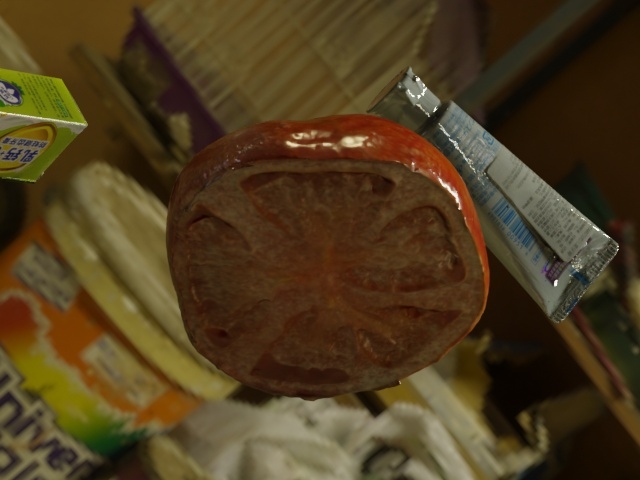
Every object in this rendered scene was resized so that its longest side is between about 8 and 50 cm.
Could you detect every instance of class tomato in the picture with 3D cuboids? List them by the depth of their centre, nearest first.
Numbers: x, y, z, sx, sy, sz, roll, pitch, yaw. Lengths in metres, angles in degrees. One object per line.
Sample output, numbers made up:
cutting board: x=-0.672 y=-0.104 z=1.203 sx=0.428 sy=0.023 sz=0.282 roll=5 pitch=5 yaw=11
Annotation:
tomato: x=0.000 y=0.000 z=1.091 sx=0.237 sy=0.237 sz=0.095 roll=45 pitch=25 yaw=-33

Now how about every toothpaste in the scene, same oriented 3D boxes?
toothpaste: x=0.175 y=-0.054 z=1.625 sx=0.299 sy=0.114 sz=0.073 roll=44 pitch=-19 yaw=-8
toothpaste: x=-0.412 y=-0.135 z=1.715 sx=0.327 sy=0.110 sz=0.077 roll=4 pitch=48 yaw=-54
